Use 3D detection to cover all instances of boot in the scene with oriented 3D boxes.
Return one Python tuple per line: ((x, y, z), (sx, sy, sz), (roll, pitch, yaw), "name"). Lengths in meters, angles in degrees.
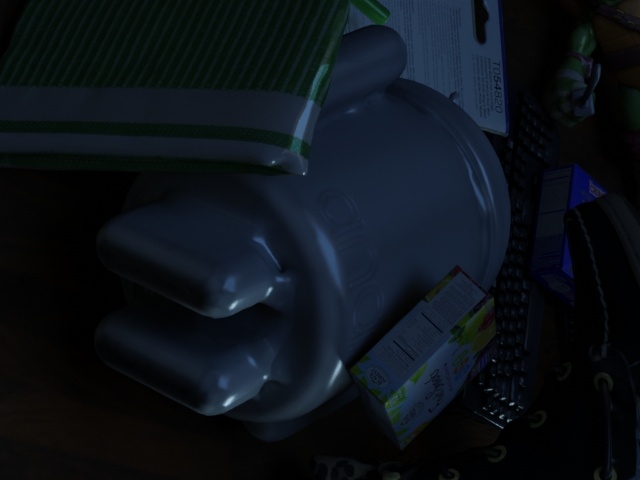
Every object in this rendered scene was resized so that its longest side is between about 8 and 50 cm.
((0.133, 0.160, 1.207), (0.138, 0.284, 0.377), (63, 19, -74), "boot")

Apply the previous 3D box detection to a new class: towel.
((-0.081, -0.190, 1.093), (0.038, 0.248, 0.325), (53, 46, -55), "towel")

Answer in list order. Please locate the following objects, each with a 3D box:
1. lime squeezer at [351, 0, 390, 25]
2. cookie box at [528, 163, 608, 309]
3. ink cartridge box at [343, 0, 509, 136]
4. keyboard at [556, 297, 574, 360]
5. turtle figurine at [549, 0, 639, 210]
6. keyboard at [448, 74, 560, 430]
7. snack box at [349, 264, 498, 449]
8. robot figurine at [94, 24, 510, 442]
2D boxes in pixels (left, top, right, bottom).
((-0.050, -0.296, 1.267), (0.110, 0.059, 0.310), (-17, 82, -58), "lime squeezer")
((0.234, -0.002, 1.500), (0.092, 0.040, 0.107), (35, 57, -43), "cookie box")
((0.064, -0.204, 1.377), (0.224, 0.045, 0.223), (11, 71, -42), "ink cartridge box")
((0.295, 0.067, 1.584), (0.192, 0.038, 0.100), (-2, 83, -48), "keyboard")
((0.324, -0.140, 1.534), (0.198, 0.274, 0.266), (-45, 124, -17), "turtle figurine")
((0.144, -0.002, 1.441), (0.201, 0.033, 0.317), (28, 61, -40), "keyboard")
((0.072, 0.082, 1.106), (0.100, 0.037, 0.141), (-43, 161, -7), "snack box")
((0.000, 0.000, 1.158), (0.353, 0.200, 0.300), (-27, 134, -46), "robot figurine")
